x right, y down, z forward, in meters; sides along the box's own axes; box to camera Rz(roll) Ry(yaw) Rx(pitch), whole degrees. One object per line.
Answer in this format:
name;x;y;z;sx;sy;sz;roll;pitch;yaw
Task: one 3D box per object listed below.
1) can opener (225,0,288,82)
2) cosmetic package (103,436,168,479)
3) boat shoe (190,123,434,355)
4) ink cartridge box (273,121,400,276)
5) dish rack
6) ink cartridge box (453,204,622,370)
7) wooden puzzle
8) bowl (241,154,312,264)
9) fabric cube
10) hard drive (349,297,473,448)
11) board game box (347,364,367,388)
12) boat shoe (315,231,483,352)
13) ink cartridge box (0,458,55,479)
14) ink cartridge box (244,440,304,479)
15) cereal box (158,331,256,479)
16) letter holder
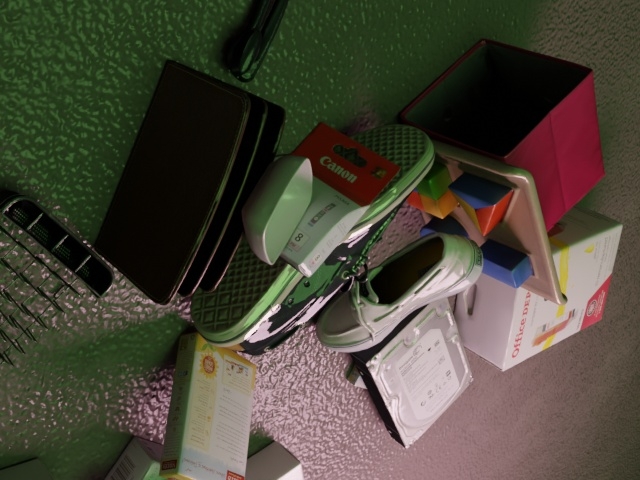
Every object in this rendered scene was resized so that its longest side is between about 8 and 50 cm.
can opener;-0.083;-0.319;1.187;0.059;0.073;0.186;31;81;-39
cosmetic package;-0.265;0.440;1.426;0.231;0.085;0.117;35;89;-45
boat shoe;0.000;0.000;1.358;0.500;0.187;0.156;-46;141;-6
ink cartridge box;-0.018;-0.082;1.281;0.232;0.189;0.066;-51;149;-7
dish rack;-0.437;0.079;1.074;0.271;0.074;0.208;-48;135;-11
ink cartridge box;0.508;0.101;1.883;0.385;0.160;0.279;-18;124;-35
wooden puzzle;0.268;-0.032;1.453;0.080;0.322;0.347;-44;130;-16
bowl;-0.066;-0.049;1.158;0.142;0.053;0.142;-61;168;-21
fabric cube;0.345;-0.179;1.513;0.259;0.254;0.258;-43;137;-17
hard drive;0.208;0.274;1.740;0.237;0.064;0.338;-41;133;-18
board game box;0.135;0.275;1.738;0.154;0.026;0.103;24;96;-47
boat shoe;0.100;0.089;1.431;0.367;0.135;0.157;-30;146;33
ink cartridge box;-0.470;0.488;1.202;0.171;0.168;0.232;-11;120;-38
ink cartridge box;-0.111;0.537;1.615;0.159;0.092;0.217;-27;127;-29
cereal box;-0.183;0.294;1.346;0.173;0.047;0.240;42;43;-46
letter holder;-0.159;-0.069;1.140;0.152;0.214;0.301;15;102;-46
